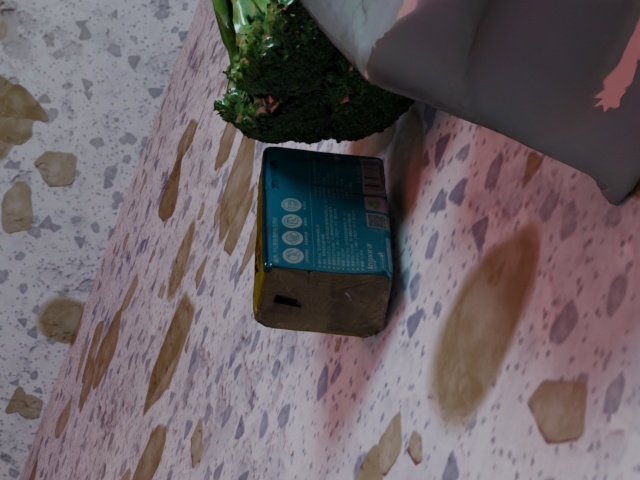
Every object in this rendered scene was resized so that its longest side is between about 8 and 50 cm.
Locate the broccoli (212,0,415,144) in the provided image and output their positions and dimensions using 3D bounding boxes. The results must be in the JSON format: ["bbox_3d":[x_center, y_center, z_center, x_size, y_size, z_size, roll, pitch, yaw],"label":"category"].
[{"bbox_3d":[0.004,-0.231,1.221,0.308,0.275,0.308,-38,1,1],"label":"broccoli"}]

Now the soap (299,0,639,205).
[{"bbox_3d":[0.165,-0.297,0.861,0.350,0.213,0.435,-106,38,-63],"label":"soap"}]

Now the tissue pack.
[{"bbox_3d":[0.000,0.000,1.194,0.169,0.120,0.082,-93,11,-48],"label":"tissue pack"}]
